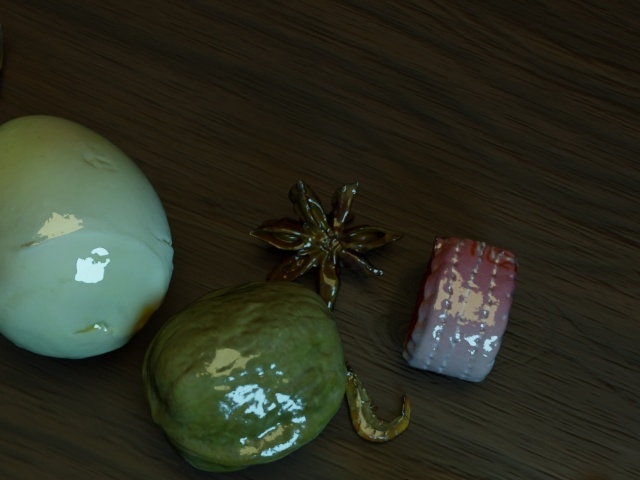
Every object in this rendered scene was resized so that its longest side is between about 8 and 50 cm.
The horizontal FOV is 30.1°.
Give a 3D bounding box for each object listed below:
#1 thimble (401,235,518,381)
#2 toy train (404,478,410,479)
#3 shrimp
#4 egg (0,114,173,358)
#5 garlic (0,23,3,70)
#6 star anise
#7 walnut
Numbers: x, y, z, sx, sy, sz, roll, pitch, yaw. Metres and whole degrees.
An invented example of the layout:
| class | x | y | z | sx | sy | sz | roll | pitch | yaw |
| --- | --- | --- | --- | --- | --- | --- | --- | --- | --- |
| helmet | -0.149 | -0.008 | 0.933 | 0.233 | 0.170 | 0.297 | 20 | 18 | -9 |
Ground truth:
| class | x | y | z | sx | sy | sz | roll | pitch | yaw |
| --- | --- | --- | --- | --- | --- | --- | --- | --- | --- |
| thimble | 0.193 | 0.097 | 1.664 | 0.125 | 0.163 | 0.190 | 17 | 79 | 1 |
| toy train | 0.180 | 0.390 | 1.546 | 0.204 | 0.131 | 0.083 | 19 | 64 | 2 |
| shrimp | 0.074 | 0.220 | 1.670 | 0.091 | 0.025 | 0.127 | -24 | 75 | -16 |
| egg | -0.353 | -0.014 | 1.590 | 0.283 | 0.283 | 0.345 | -22 | 57 | -16 |
| garlic | -0.559 | -0.261 | 1.743 | 0.142 | 0.178 | 0.229 | 5 | 52 | 20 |
| star anise | 0.000 | 0.006 | 1.713 | 0.212 | 0.111 | 0.196 | 25 | 83 | -28 |
| walnut | -0.094 | 0.176 | 1.560 | 0.283 | 0.227 | 0.283 | 2 | 54 | -2 |
